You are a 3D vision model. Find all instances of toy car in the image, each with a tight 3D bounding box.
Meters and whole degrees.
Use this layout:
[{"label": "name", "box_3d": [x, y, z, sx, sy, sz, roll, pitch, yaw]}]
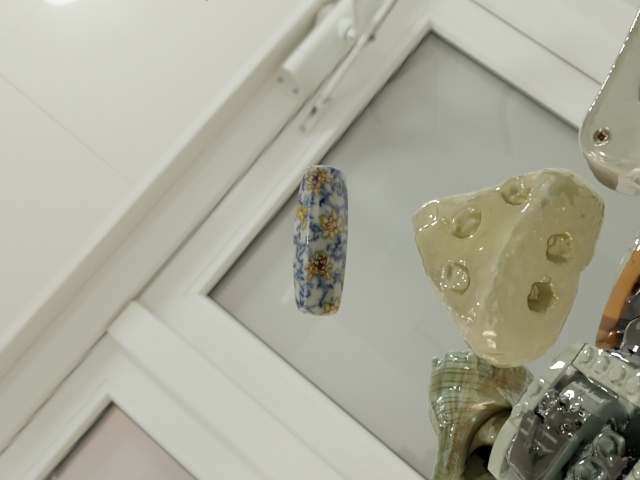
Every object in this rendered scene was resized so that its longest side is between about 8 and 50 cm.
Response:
[{"label": "toy car", "box_3d": [0.217, 0.087, 0.521, 0.301, 0.118, 0.193, -52, 16, 2]}]

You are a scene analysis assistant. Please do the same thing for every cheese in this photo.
[{"label": "cheese", "box_3d": [0.258, 0.036, 1.127, 0.251, 0.248, 0.173, -25, -33, 39]}]

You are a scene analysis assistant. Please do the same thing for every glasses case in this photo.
[{"label": "glasses case", "box_3d": [0.000, 0.000, 1.396, 0.086, 0.065, 0.248, 6, -93, -39]}]

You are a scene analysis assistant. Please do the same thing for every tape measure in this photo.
[{"label": "tape measure", "box_3d": [0.438, -0.165, 0.976, 0.258, 0.265, 0.130, -63, -29, -2]}]

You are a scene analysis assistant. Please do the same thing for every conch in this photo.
[{"label": "conch", "box_3d": [0.252, 0.287, 1.314, 0.169, 0.203, 0.387, 24, -102, -58]}]
